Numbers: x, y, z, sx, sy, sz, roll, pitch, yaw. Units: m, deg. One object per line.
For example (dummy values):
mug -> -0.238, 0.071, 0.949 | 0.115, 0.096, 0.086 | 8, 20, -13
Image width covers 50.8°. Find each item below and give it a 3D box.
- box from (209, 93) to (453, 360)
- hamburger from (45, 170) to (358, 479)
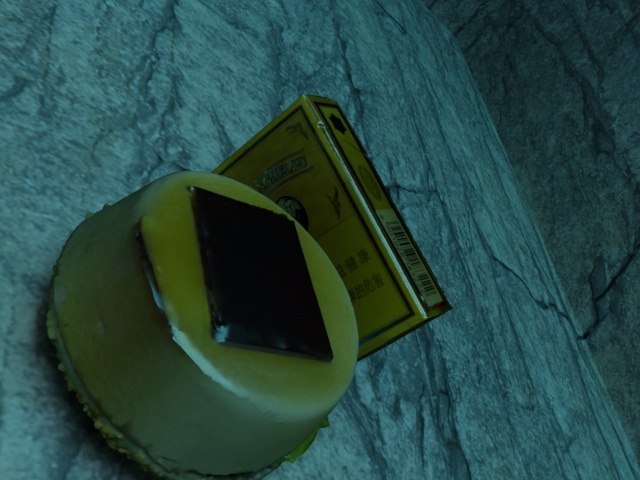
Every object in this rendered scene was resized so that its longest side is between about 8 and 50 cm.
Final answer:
box -> 0.000, 0.000, 0.831 | 0.084, 0.193, 0.301 | -7, 66, -59
hamburger -> -0.104, 0.080, 0.624 | 0.302, 0.170, 0.302 | 34, 34, -27
